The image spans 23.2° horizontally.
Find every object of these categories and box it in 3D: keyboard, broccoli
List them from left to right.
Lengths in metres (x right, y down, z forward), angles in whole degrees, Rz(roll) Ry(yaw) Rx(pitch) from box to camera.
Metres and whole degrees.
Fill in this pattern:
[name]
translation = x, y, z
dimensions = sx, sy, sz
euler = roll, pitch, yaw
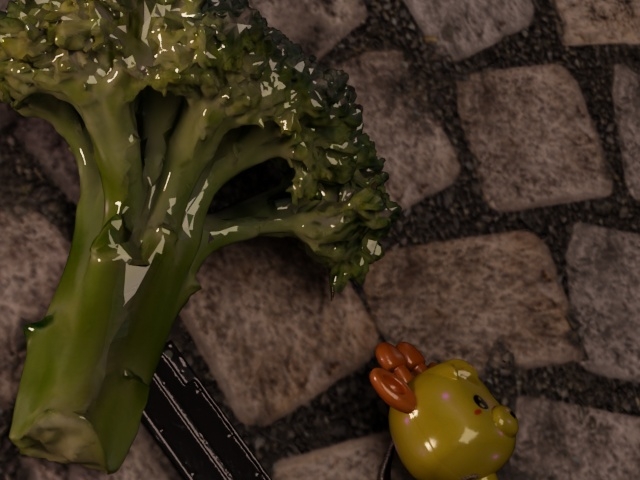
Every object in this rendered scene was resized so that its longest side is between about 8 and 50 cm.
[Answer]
[broccoli]
translation = -0.166, -0.050, 1.255
dimensions = 0.397, 0.275, 0.353
euler = -42, 74, -14
[keyboard]
translation = -0.088, 0.179, 1.292
dimensions = 0.067, 0.011, 0.202
euler = -35, 88, -32

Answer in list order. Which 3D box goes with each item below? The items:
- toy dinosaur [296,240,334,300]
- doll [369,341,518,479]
[toy dinosaur]
translation = -0.003, -0.002, 1.399
dimensions = 0.041, 0.026, 0.113
euler = 21, 51, -39
[doll]
translation = 0.112, 0.183, 1.342
dimensions = 0.221, 0.135, 0.143
euler = 62, 24, 13
